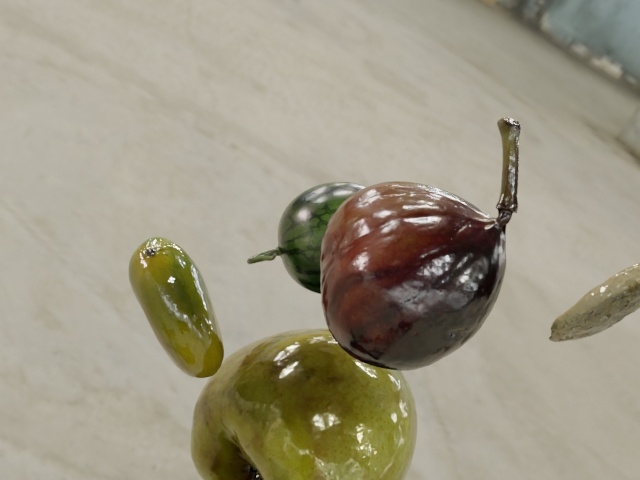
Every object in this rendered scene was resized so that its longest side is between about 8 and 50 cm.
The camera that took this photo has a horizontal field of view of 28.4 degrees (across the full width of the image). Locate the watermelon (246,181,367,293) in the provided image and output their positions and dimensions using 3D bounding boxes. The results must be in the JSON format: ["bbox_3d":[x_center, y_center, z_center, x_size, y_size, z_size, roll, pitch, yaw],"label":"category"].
[{"bbox_3d":[0.000,0.000,1.553,0.187,0.140,0.140,-9,26,-5],"label":"watermelon"}]

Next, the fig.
[{"bbox_3d":[0.122,0.023,1.288,0.186,0.250,0.203,56,25,-27],"label":"fig"}]

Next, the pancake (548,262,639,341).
[{"bbox_3d":[0.293,0.061,1.264,0.152,0.152,0.025,1,53,-59],"label":"pancake"}]

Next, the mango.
[{"bbox_3d":[-0.166,0.084,1.520,0.191,0.086,0.122,62,-8,-15],"label":"mango"}]

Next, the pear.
[{"bbox_3d":[-0.008,0.257,1.683,0.304,0.304,0.304,29,18,-10],"label":"pear"}]
